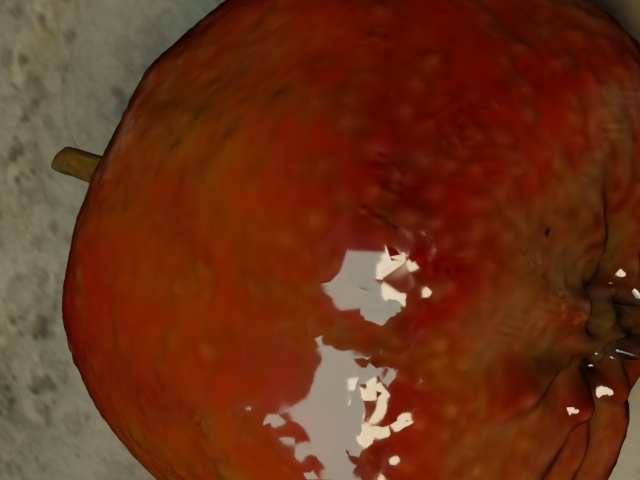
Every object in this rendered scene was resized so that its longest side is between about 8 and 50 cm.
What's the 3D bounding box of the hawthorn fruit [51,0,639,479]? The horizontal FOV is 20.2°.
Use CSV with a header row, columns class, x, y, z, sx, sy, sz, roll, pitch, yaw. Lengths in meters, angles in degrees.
class,x,y,z,sx,sy,sz,roll,pitch,yaw
hawthorn fruit,0.000,0.000,0.845,0.330,0.287,0.287,17,123,32
